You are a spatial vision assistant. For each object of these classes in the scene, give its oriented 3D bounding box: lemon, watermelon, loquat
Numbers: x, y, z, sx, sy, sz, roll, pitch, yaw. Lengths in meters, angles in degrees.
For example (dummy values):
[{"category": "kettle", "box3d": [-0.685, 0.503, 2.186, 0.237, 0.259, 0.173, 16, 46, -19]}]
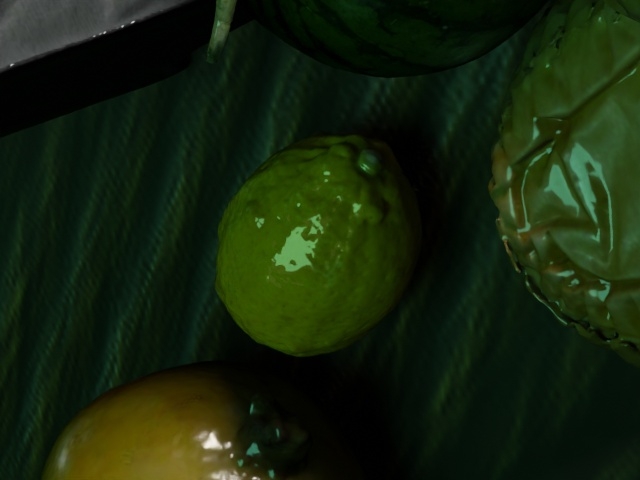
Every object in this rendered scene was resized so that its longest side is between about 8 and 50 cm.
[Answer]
[{"category": "lemon", "box3d": [0.000, 0.000, 1.022, 0.114, 0.114, 0.155, 47, 131, 16]}, {"category": "watermelon", "box3d": [0.027, -0.168, 0.839, 0.188, 0.215, 0.188, 17, 116, 39]}, {"category": "loquat", "box3d": [-0.063, 0.165, 1.099, 0.213, 0.213, 0.246, 51, 138, 12]}]

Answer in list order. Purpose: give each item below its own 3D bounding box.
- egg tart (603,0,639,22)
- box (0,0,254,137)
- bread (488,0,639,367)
[{"category": "egg tart", "box3d": [0.182, -0.210, 0.675, 0.291, 0.107, 0.290, -8, 73, 28]}, {"category": "box", "box3d": [-0.181, -0.189, 0.937, 0.204, 0.345, 0.251, -24, 93, 44]}, {"category": "bread", "box3d": [0.179, -0.031, 0.821, 0.240, 0.139, 0.240, 23, 125, 38]}]
